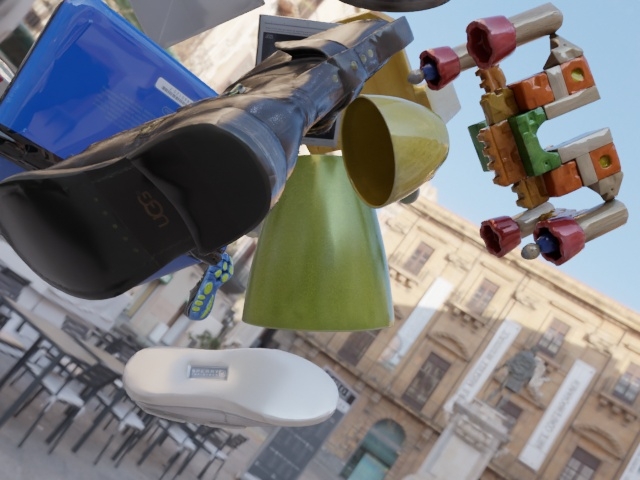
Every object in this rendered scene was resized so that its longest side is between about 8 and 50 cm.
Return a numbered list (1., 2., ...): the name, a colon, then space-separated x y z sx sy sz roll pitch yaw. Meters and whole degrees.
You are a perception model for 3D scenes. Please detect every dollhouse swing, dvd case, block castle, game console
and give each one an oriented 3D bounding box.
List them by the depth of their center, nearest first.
1. game console: -0.242 -0.085 0.710 0.173 0.250 0.293 18 -12 46
2. block castle: 0.354 -0.182 1.185 0.303 0.213 0.452 -166 -126 -76
3. dvd case: -0.040 -0.305 1.216 0.180 0.238 0.029 3 23 -11
4. dollhouse swing: 0.116 -0.402 1.545 0.347 0.315 0.304 -8 -70 30

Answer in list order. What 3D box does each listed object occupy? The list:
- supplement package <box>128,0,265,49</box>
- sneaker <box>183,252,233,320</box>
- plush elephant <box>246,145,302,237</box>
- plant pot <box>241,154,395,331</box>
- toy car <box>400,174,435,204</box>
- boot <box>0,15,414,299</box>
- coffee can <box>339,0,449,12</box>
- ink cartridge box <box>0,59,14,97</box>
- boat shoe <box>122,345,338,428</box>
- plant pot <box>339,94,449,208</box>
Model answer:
1. supplement package: -0.238 -0.478 1.011 0.145 0.204 0.261 -117 -177 -58
2. sneaker: -0.269 0.104 1.477 0.078 0.188 0.067 -7 -42 44
3. plush elephant: -0.227 -0.185 1.581 0.256 0.271 0.330 4 -27 -30
4. plant pot: 0.000 0.000 1.125 0.275 0.293 0.275 2 0 0
5. toy car: 0.222 -0.192 1.758 0.159 0.182 0.136 3 39 -49
6. boot: -0.076 -0.069 0.440 0.263 0.229 0.091 -11 -62 30
7. coffee can: 0.105 -0.480 0.842 0.202 0.202 0.275 30 -41 27
8. ink cartridge box: -0.633 -0.308 1.179 0.127 0.072 0.175 50 -6 10
9. boat shoe: -0.078 0.137 0.551 0.184 0.066 0.063 2 -38 -4
10. plant pot: 0.095 -0.112 0.747 0.134 0.095 0.134 166 -90 -68
